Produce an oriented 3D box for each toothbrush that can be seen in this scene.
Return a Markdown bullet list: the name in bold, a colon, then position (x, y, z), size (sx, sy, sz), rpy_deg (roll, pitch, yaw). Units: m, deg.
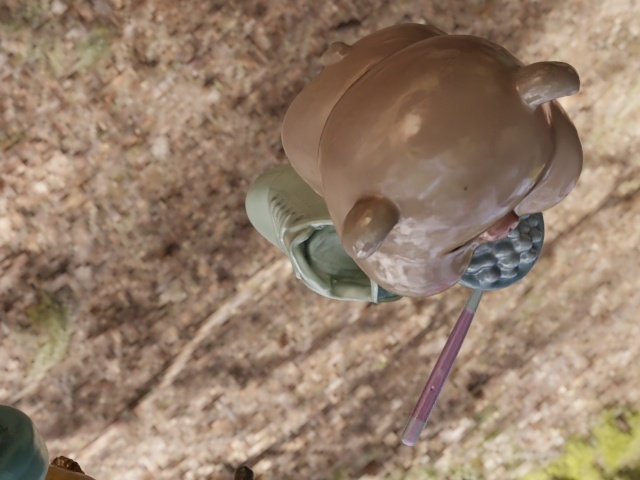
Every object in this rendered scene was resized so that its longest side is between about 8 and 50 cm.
- **toothbrush**: position (0.158, 0.099, 1.420), size (0.286, 0.020, 0.025), rpy_deg (-64, 171, -5)

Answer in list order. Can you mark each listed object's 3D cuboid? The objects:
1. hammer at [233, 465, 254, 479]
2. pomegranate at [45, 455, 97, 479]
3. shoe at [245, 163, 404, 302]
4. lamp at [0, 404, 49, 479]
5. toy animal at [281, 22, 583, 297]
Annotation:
- **hammer**: position (-0.094, 0.393, 1.283), size (0.044, 0.365, 0.111), rpy_deg (-2, 138, 5)
- **pomegranate**: position (-0.365, 0.396, 1.657), size (0.248, 0.248, 0.248), rpy_deg (-34, 157, -16)
- **shoe**: position (0.000, 0.000, 1.467), size (0.160, 0.363, 0.131), rpy_deg (-23, 114, -37)
- **lamp**: position (-0.334, 0.243, 0.999), size (0.147, 0.209, 0.284), rpy_deg (47, 65, -37)
- **toy animal**: position (0.081, -0.081, 1.001), size (0.210, 0.221, 0.229), rpy_deg (-41, 152, 0)
